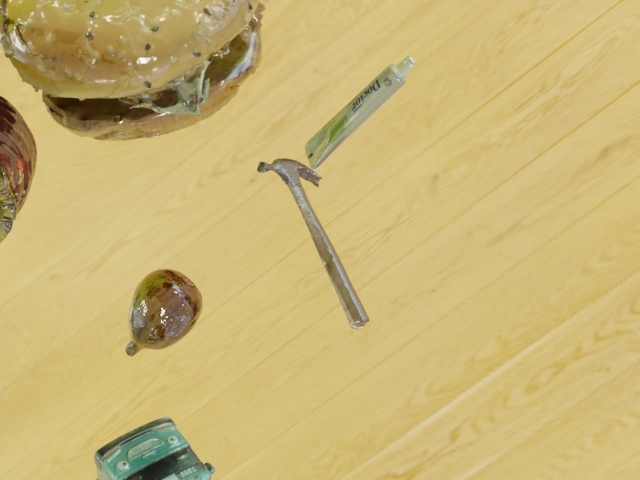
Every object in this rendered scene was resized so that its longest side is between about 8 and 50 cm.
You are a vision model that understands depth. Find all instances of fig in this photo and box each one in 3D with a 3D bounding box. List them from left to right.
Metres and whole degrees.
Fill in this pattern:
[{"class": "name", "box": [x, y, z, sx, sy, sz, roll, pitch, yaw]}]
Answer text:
[{"class": "fig", "box": [-0.248, 0.116, 1.203, 0.154, 0.103, 0.109, -44, 116, 7]}]

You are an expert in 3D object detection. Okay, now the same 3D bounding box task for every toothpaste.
[{"class": "toothpaste", "box": [0.047, -0.165, 1.022, 0.197, 0.029, 0.048, -41, 48, 29]}]

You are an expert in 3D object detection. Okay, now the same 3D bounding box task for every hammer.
[{"class": "hammer", "box": [-0.001, 0.000, 1.227, 0.027, 0.125, 0.297, -40, 67, 38]}]

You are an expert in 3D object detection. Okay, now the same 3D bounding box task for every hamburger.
[{"class": "hamburger", "box": [-0.204, -0.278, 0.965, 0.276, 0.195, 0.318, 7, 63, 4]}]

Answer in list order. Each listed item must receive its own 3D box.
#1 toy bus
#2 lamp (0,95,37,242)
[{"class": "toy bus", "box": [-0.223, 0.385, 1.095, 0.147, 0.128, 0.256, 36, 134, 38]}, {"class": "lamp", "box": [-0.463, -0.083, 0.965, 0.246, 0.247, 0.247, 0, 93, 8]}]
